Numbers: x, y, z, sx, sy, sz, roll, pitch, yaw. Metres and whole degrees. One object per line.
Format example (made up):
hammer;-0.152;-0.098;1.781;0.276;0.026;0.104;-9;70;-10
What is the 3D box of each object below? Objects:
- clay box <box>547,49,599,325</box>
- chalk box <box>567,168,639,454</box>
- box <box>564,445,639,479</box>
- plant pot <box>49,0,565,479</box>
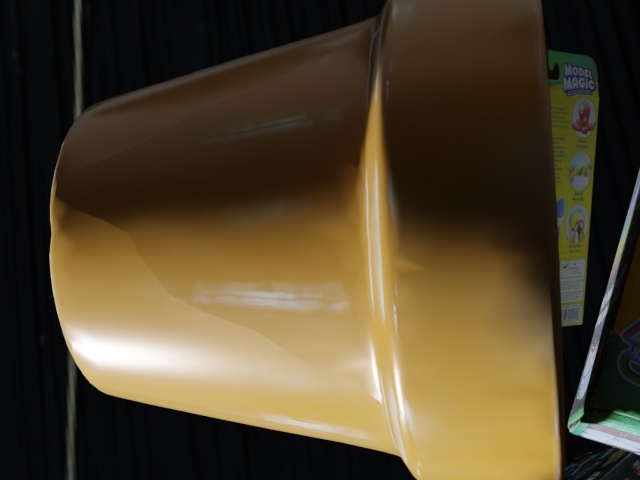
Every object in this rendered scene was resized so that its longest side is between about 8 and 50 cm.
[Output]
clay box;0.162;-0.040;0.826;0.127;0.222;0.053;-1;-174;-40
chalk box;0.194;0.048;0.466;0.132;0.213;0.132;15;170;13
box;0.143;0.221;0.710;0.220;0.051;0.175;-32;169;-25
plant pot;0.000;0.000;0.431;0.188;0.205;0.205;-3;164;11
